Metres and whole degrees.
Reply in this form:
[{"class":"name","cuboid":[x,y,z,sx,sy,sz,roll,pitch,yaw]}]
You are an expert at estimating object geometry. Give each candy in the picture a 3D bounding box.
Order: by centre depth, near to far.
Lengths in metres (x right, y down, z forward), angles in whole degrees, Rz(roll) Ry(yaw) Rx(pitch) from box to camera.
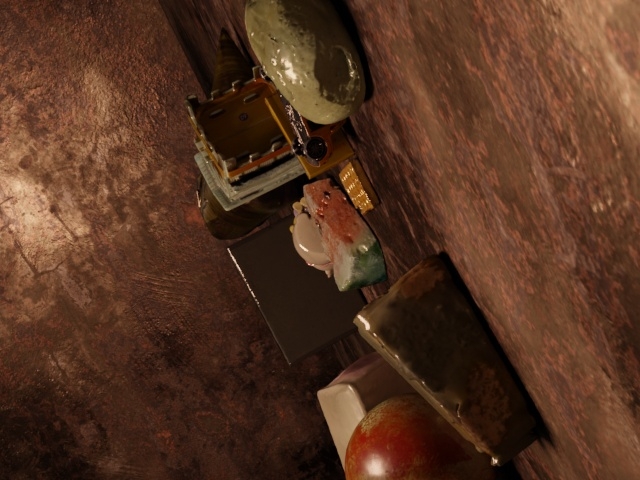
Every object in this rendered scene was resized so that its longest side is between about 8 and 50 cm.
[{"class":"candy","cuboid":[0.146,0.417,1.668,0.145,0.208,0.359,-21,89,49]}]

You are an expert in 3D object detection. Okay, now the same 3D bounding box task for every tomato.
[{"class":"tomato","cuboid":[0.178,0.387,1.443,0.223,0.270,0.270,-76,-26,-44]}]

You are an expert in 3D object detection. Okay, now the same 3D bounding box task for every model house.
[{"class":"model house","cuboid":[-0.139,-0.203,1.644,0.198,0.224,0.215,57,168,23]}]

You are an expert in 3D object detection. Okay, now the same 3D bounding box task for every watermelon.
[{"class":"watermelon","cuboid":[0.039,-0.029,1.592,0.154,0.094,0.241,88,157,-58]}]

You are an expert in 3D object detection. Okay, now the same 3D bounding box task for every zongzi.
[{"class":"zongzi","cuboid":[-0.219,-0.236,1.959,0.403,0.207,0.433,-33,75,62]}]

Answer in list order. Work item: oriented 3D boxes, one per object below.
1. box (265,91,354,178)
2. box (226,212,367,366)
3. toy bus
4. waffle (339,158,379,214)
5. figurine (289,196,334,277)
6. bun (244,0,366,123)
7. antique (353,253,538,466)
[{"class":"box","cuboid":[-0.019,-0.187,1.329,0.155,0.086,0.023,61,176,11]},{"class":"box","cuboid":[-0.058,0.110,2.080,0.345,0.251,0.204,63,173,-3]},{"class":"toy bus","cuboid":[-0.021,-0.214,1.247,0.195,0.088,0.083,67,168,-17]},{"class":"waffle","cuboid":[0.065,-0.088,1.375,0.092,0.021,0.135,62,173,3]},{"class":"figurine","cuboid":[0.000,0.000,1.779,0.155,0.127,0.235,42,172,11]},{"class":"bun","cuboid":[-0.028,-0.250,1.067,0.221,0.108,0.221,61,172,14]},{"class":"antique","cuboid":[0.186,0.175,1.122,0.284,0.150,0.125,53,176,10]}]
